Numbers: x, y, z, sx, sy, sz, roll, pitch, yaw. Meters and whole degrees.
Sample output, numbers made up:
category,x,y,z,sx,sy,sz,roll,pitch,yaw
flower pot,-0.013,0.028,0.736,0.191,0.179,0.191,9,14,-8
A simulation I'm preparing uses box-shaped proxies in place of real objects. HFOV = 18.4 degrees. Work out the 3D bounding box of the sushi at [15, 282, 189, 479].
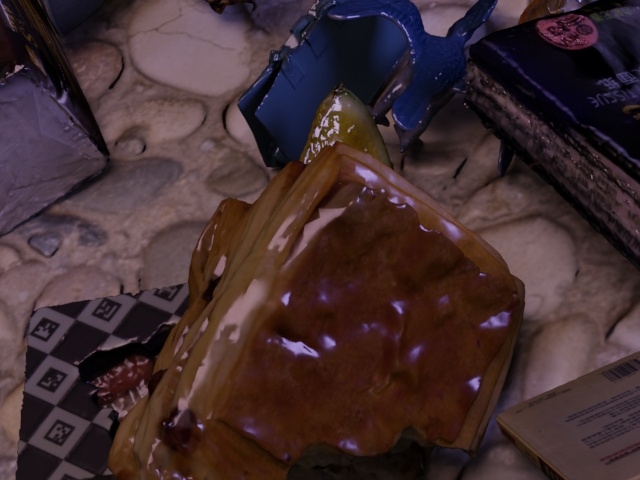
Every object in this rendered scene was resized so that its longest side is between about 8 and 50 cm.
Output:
category,x,y,z,sx,sy,sz,roll,pitch,yaw
sushi,-0.179,0.150,1.956,0.231,0.047,0.219,-9,50,9

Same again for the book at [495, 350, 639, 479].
category,x,y,z,sx,sy,sz,roll,pitch,yaw
book,0.261,0.162,1.701,0.161,0.026,0.231,-22,16,-8

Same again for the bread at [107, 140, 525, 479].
category,x,y,z,sx,sy,sz,roll,pitch,yaw
bread,-0.011,0.121,1.765,0.191,0.314,0.370,10,67,51

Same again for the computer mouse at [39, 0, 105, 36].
category,x,y,z,sx,sy,sz,roll,pitch,yaw
computer mouse,-0.247,-0.414,2.262,0.090,0.167,0.379,10,81,6

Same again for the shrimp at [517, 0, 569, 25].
category,x,y,z,sx,sy,sz,roll,pitch,yaw
shrimp,0.251,-0.231,2.030,0.091,0.025,0.127,54,127,31

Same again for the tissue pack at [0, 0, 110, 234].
category,x,y,z,sx,sy,sz,roll,pitch,yaw
tissue pack,-0.403,-0.205,2.185,0.198,0.210,0.370,-35,52,7

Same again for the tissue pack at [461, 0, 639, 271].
category,x,y,z,sx,sy,sz,roll,pitch,yaw
tissue pack,0.320,-0.110,1.865,0.245,0.123,0.332,-19,46,-26

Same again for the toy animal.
category,x,y,z,sx,sy,sz,roll,pitch,yaw
toy animal,0.113,-0.179,2.004,0.176,0.239,0.255,-53,7,14

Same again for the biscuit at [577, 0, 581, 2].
category,x,y,z,sx,sy,sz,roll,pitch,yaw
biscuit,0.250,-0.395,2.144,0.186,0.079,0.309,-37,51,-11

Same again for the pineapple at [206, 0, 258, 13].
category,x,y,z,sx,sy,sz,roll,pitch,yaw
pineapple,-0.031,-0.410,2.207,0.272,0.262,0.262,-25,48,-27

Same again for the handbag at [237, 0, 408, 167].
category,x,y,z,sx,sy,sz,roll,pitch,yaw
handbag,0.007,-0.182,2.049,0.057,0.144,0.221,26,70,34

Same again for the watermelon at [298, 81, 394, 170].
category,x,y,z,sx,sy,sz,roll,pitch,yaw
watermelon,0.000,0.000,1.935,0.123,0.129,0.301,7,74,24
